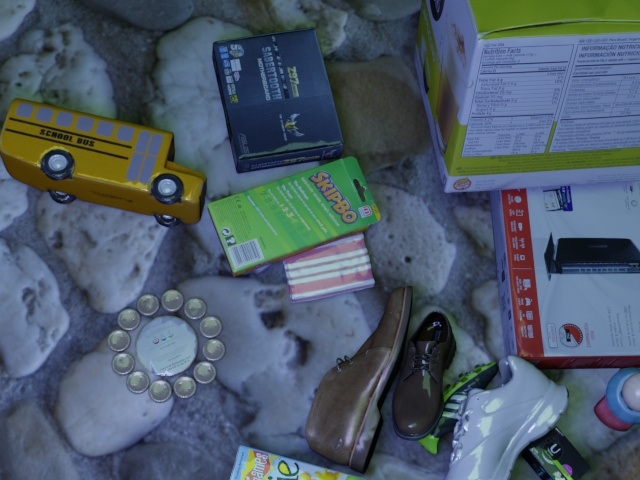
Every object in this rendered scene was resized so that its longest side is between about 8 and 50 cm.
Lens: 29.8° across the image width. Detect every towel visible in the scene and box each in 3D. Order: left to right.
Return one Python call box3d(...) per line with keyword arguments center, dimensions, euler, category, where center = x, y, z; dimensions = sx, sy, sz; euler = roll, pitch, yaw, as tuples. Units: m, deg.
box3d(center=(0.000, 0.000, 1.976), dimensions=(0.144, 0.029, 0.197), euler=(-11, 73, -9), category="towel")

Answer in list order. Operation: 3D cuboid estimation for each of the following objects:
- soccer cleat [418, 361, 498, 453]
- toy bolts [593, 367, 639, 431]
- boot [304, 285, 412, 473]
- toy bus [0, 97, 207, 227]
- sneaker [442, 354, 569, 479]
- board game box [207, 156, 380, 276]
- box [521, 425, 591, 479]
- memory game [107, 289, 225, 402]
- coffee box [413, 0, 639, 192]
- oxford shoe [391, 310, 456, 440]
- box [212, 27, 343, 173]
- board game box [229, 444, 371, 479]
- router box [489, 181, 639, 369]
box3d(center=(0.219, 0.261, 1.885), dimensions=(0.179, 0.060, 0.072), euler=(-39, 90, -13), category="soccer cleat")
box3d(center=(0.556, 0.254, 1.845), dimensions=(0.228, 0.158, 0.218), euler=(29, 80, 7), category="toy bolts")
box3d(center=(0.065, 0.198, 1.869), dimensions=(0.115, 0.112, 0.305), euler=(17, 70, 13), category="boot")
box3d(center=(-0.346, -0.124, 1.946), dimensions=(0.332, 0.108, 0.130), euler=(12, 67, 0), category="toy bus")
box3d(center=(0.247, 0.303, 1.827), dimensions=(0.129, 0.111, 0.297), euler=(43, 70, -2), category="sneaker")
box3d(center=(-0.041, -0.042, 1.951), dimensions=(0.259, 0.039, 0.124), euler=(-20, 76, -9), category="board game box")
box3d(center=(0.366, 0.343, 1.865), dimensions=(0.062, 0.052, 0.083), euler=(-35, 75, -16), category="box")
box3d(center=(-0.242, 0.166, 1.896), dimensions=(0.186, 0.012, 0.186), euler=(2, 69, -5), category="memory game")
box3d(center=(0.353, -0.315, 1.919), dimensions=(0.338, 0.334, 0.338), euler=(-4, 50, -7), category="coffee box")
box3d(center=(0.152, 0.202, 1.842), dimensions=(0.082, 0.096, 0.227), euler=(3, 48, 15), category="oxford shoe")
box3d(center=(-0.074, -0.239, 2.041), dimensions=(0.183, 0.059, 0.233), euler=(-9, 71, -10), category="box")
box3d(center=(-0.005, 0.413, 1.754), dimensions=(0.275, 0.144, 0.142), euler=(15, 69, 1), category="board game box")
box3d(center=(0.443, 0.040, 1.971), dimensions=(0.301, 0.082, 0.336), euler=(-1, 69, -6), category="router box")
